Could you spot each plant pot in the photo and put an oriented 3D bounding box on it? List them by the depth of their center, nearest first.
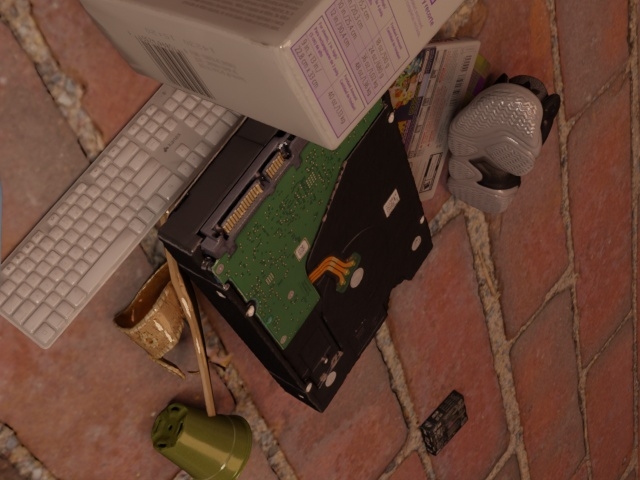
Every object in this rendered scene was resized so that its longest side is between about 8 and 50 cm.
[{"bbox_3d":[-0.125,0.201,0.827,0.079,0.083,0.083,39,80,-37],"label":"plant pot"}]

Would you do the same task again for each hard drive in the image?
[{"bbox_3d":[0.000,0.000,0.778,0.237,0.064,0.339,-55,150,-17],"label":"hard drive"}]

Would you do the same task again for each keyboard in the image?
[{"bbox_3d":[-0.161,-0.034,0.660,0.256,0.072,0.014,-52,171,-13],"label":"keyboard"}]

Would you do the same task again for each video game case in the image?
[{"bbox_3d":[0.085,-0.118,0.889,0.183,0.023,0.201,-18,133,-41],"label":"video game case"}]

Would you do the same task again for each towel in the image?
[{"bbox_3d":[0.172,-0.184,0.980,0.060,0.009,0.083,22,93,-50],"label":"towel"}]

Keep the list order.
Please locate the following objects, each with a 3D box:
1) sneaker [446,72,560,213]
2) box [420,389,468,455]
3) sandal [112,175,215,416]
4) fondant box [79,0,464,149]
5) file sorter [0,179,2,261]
[{"bbox_3d":[0.217,-0.143,0.948,0.153,0.101,0.268,-61,169,-16],"label":"sneaker"},{"bbox_3d":[0.190,0.278,1.247,0.083,0.018,0.067,-42,136,-24],"label":"box"},{"bbox_3d":[-0.148,0.054,0.734,0.079,0.088,0.240,-9,114,-9],"label":"sandal"},{"bbox_3d":[0.014,-0.240,0.598,0.330,0.238,0.096,-51,139,-14],"label":"fondant box"},{"bbox_3d":[-0.296,-0.004,0.499,0.170,0.104,0.118,-10,117,-44],"label":"file sorter"}]
